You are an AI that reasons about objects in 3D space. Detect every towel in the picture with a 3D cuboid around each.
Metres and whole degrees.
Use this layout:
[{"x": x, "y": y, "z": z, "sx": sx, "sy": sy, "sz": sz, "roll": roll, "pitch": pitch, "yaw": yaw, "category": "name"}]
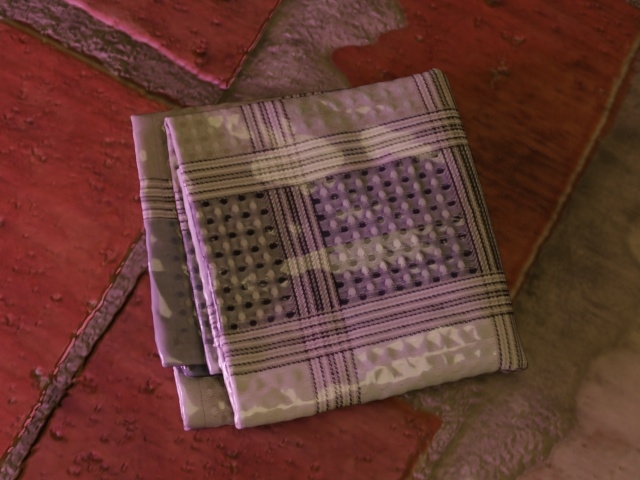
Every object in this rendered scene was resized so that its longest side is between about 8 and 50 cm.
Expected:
[{"x": 0.000, "y": 0.000, "z": 0.998, "sx": 0.324, "sy": 0.056, "sz": 0.312, "roll": -10, "pitch": 75, "yaw": -7, "category": "towel"}]
